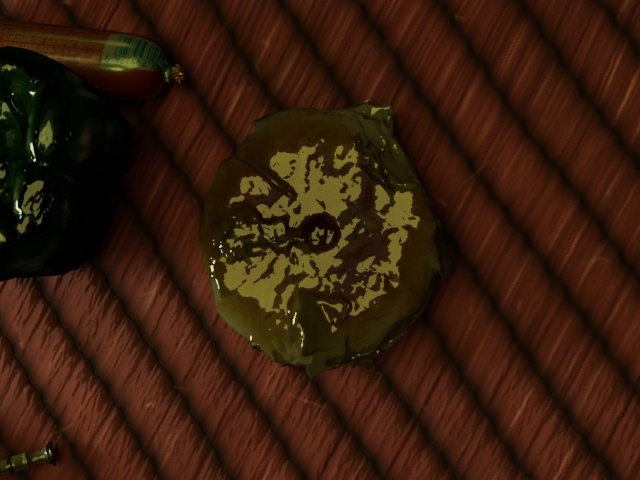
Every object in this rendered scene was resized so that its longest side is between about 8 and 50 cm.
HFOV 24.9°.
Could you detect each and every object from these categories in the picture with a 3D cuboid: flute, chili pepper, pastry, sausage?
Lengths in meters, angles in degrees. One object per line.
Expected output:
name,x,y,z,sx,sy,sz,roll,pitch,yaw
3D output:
flute,-0.381,0.246,1.455,0.233,0.027,0.027,-16,82,-13
chili pepper,-0.316,-0.061,1.395,0.248,0.256,0.233,8,83,14
pastry,-0.005,-0.004,1.376,0.236,0.121,0.257,-25,80,12
sausage,-0.263,-0.182,1.479,0.264,0.083,0.083,8,88,13
